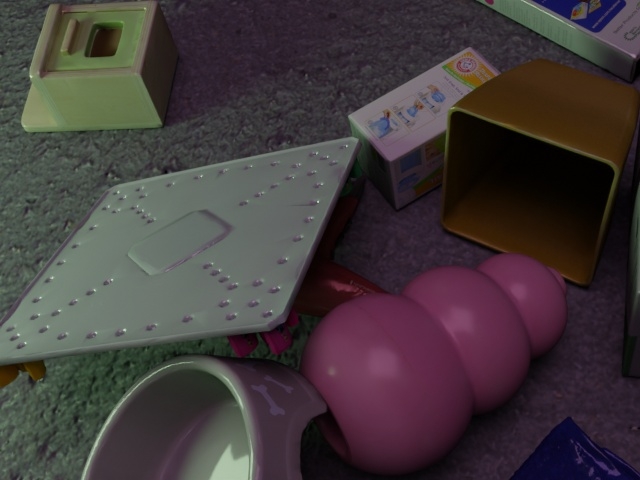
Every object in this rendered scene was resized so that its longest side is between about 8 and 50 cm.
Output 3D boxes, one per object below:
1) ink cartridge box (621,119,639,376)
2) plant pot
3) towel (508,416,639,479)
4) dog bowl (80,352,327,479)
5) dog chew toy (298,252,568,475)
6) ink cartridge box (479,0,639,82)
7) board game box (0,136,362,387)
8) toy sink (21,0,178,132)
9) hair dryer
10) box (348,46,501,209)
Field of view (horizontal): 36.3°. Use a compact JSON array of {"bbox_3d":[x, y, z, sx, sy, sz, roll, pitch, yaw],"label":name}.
[{"bbox_3d":[0.425,-0.007,1.139,0.121,0.211,0.289,5,58,15],"label":"ink cartridge box"},{"bbox_3d":[0.292,-0.108,1.238,0.212,0.212,0.187,24,53,23],"label":"plant pot"},{"bbox_3d":[0.231,0.361,0.977,0.308,0.076,0.227,-47,53,5],"label":"towel"},{"bbox_3d":[-0.136,0.278,1.029,0.349,0.102,0.349,-25,52,36],"label":"dog bowl"},{"bbox_3d":[0.143,0.123,1.121,0.332,0.206,0.206,-29,57,-17],"label":"dog chew toy"},{"bbox_3d":[0.368,-0.392,1.476,0.371,0.069,0.176,38,72,25],"label":"ink cartridge box"},{"bbox_3d":[-0.164,0.019,1.182,0.390,0.050,0.390,-9,30,22],"label":"board game box"},{"bbox_3d":[-0.354,-0.267,1.486,0.234,0.131,0.153,0,58,11],"label":"toy sink"},{"bbox_3d":[0.000,0.000,1.287,0.223,0.080,0.293,-29,58,-9],"label":"hair dryer"},{"bbox_3d":[0.155,-0.154,1.334,0.203,0.114,0.103,-31,57,-10],"label":"box"}]
